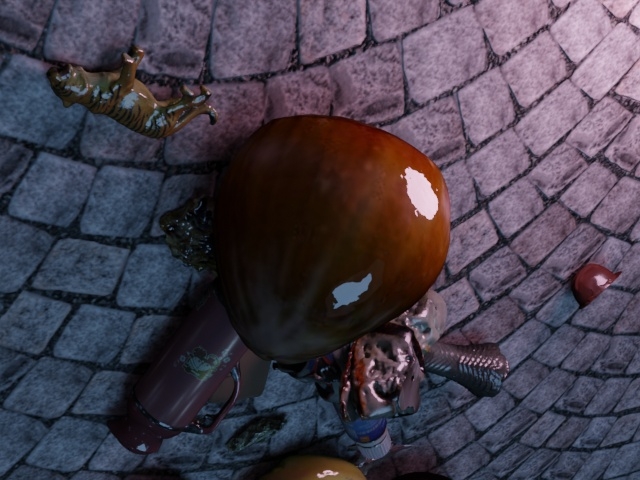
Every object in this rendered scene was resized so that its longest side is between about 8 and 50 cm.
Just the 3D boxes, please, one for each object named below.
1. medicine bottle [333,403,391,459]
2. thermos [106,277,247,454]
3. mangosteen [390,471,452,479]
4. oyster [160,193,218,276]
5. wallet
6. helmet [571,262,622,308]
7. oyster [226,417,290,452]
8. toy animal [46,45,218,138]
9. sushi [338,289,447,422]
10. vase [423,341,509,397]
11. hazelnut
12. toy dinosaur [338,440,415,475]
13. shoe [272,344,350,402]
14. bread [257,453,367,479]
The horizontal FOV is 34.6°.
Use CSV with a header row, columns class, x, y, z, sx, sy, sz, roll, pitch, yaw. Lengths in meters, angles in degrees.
class,x,y,z,sx,sy,sz,roll,pitch,yaw
medicine bottle,0.082,0.338,1.938,0.084,0.083,0.203,-29,139,-7
thermos,-0.202,0.214,1.621,0.136,0.109,0.330,23,113,-40
mangosteen,0.193,0.629,2.121,0.330,0.330,0.330,-18,135,-19
oyster,-0.168,0.002,1.497,0.103,0.051,0.148,-33,140,1
wallet,-0.134,0.202,1.709,0.118,0.039,0.152,-2,125,-33
helmet,0.529,0.077,2.009,0.111,0.057,0.089,-42,173,-6
oyster,-0.110,0.349,1.870,0.098,0.037,0.100,-39,162,32
toy animal,-0.230,-0.183,1.294,0.099,0.056,0.241,-44,139,20
sushi,0.126,0.186,1.723,0.130,0.332,0.124,3,134,20
vase,0.237,0.226,1.927,0.237,0.115,0.115,18,116,-39
hazelnut,0.000,0.000,1.397,0.315,0.372,0.372,29,114,-5
toy dinosaur,0.089,0.443,2.072,0.220,0.032,0.108,-13,134,-19
shoe,-0.014,0.211,1.744,0.126,0.099,0.227,-27,133,-21
bread,-0.008,0.478,1.965,0.261,0.158,0.156,21,98,-26
